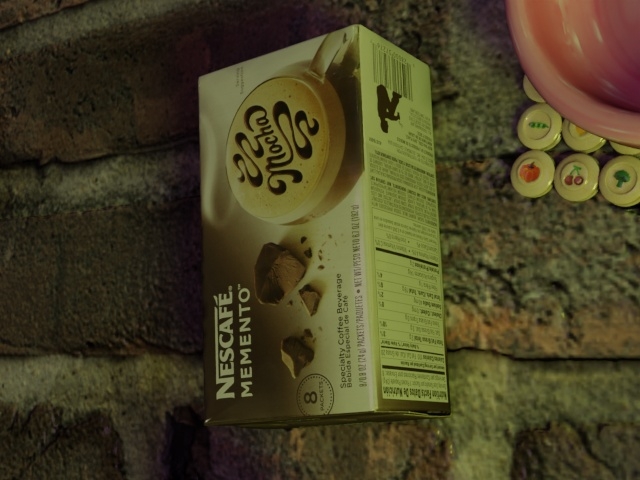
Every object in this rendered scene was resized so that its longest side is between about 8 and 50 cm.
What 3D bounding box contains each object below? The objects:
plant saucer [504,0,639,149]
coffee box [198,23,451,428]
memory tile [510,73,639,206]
[{"bbox_3d":[0.269,-0.211,0.644,0.332,0.084,0.332,-22,61,45],"label":"plant saucer"},{"bbox_3d":[0.000,0.000,0.820,0.168,0.119,0.297,-10,75,34],"label":"coffee box"},{"bbox_3d":[0.212,-0.082,0.743,0.148,0.012,0.113,9,87,38],"label":"memory tile"}]
